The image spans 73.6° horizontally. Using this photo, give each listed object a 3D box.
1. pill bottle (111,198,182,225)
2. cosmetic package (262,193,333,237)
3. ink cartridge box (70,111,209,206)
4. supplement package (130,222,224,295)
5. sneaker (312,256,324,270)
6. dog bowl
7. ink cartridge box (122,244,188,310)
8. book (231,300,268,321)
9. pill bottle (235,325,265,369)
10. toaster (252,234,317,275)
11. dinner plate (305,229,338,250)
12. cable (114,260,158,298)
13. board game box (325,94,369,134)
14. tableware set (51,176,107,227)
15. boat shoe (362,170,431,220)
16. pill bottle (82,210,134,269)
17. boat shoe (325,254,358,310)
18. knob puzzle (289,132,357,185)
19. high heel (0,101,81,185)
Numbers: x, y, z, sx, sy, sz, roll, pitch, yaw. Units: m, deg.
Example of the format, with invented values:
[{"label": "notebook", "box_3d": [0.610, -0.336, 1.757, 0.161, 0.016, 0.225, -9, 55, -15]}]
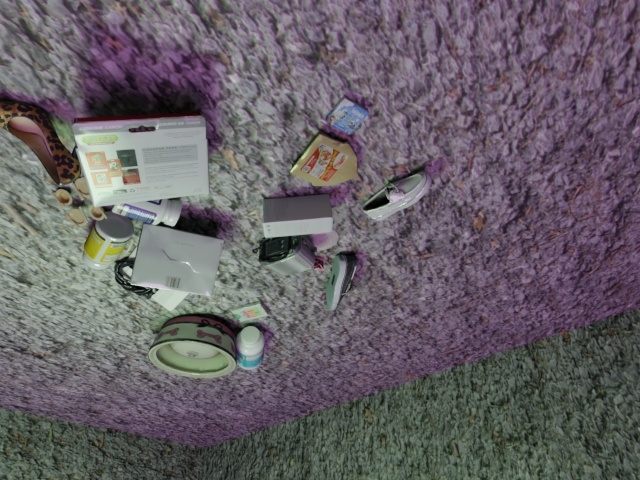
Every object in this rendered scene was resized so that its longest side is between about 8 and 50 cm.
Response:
[{"label": "pill bottle", "box_3d": [-0.542, -0.112, 1.345, 0.187, 0.111, 0.112, 20, 133, -30]}, {"label": "cosmetic package", "box_3d": [-0.078, -0.084, 1.456, 0.231, 0.117, 0.085, -3, 142, -3]}, {"label": "ink cartridge box", "box_3d": [-0.462, -0.242, 1.133, 0.310, 0.130, 0.271, -9, 143, -21]}, {"label": "supplement package", "box_3d": [-0.492, 0.064, 1.468, 0.262, 0.203, 0.145, 13, 180, -23]}, {"label": "sneaker", "box_3d": [-0.037, 0.092, 1.728, 0.120, 0.057, 0.047, 12, 139, -22]}, {"label": "dog bowl", "box_3d": [-0.595, 0.508, 2.045, 0.409, 0.150, 0.407, 1, 140, 0]}, {"label": "ink cartridge box", "box_3d": [-0.607, 0.116, 1.657, 0.261, 0.066, 0.296, 41, 125, -13]}, {"label": "book", "box_3d": [-0.328, 0.329, 1.997, 0.144, 0.035, 0.096, -16, 137, 12]}, {"label": "pill bottle", "box_3d": [-0.355, 0.533, 2.152, 0.147, 0.146, 0.264, 0, 140, -10]}, {"label": "toaster", "box_3d": [-0.127, 0.052, 1.603, 0.227, 0.129, 0.146, -19, 143, 26]}, {"label": "dinner plate", "box_3d": [0.000, 0.000, 1.654, 0.141, 0.017, 0.141, -6, 141, -5]}, {"label": "cable", "box_3d": [-0.701, 0.144, 1.631, 0.184, 0.047, 0.151, 42, 124, -14]}, {"label": "board game box", "box_3d": [0.076, -0.355, 1.220, 0.090, 0.020, 0.090, 20, 132, -30]}, {"label": "tableware set", "box_3d": [-0.750, -0.115, 1.338, 0.169, 0.020, 0.141, -17, 113, 18]}, {"label": "boat shoe", "box_3d": [0.252, -0.152, 1.445, 0.084, 0.095, 0.258, 23, 131, -38]}, {"label": "pill bottle", "box_3d": [-0.727, 0.005, 1.454, 0.119, 0.119, 0.208, 22, 133, -32]}, {"label": "boat shoe", "box_3d": [0.094, 0.181, 1.822, 0.105, 0.113, 0.306, -2, 126, -17]}, {"label": "knob puzzle", "box_3d": [0.029, -0.243, 1.344, 0.214, 0.029, 0.213, -5, 141, -4]}, {"label": "high heel", "box_3d": [-0.738, -0.247, 1.083, 0.261, 0.186, 0.093, 21, 134, -31]}]
